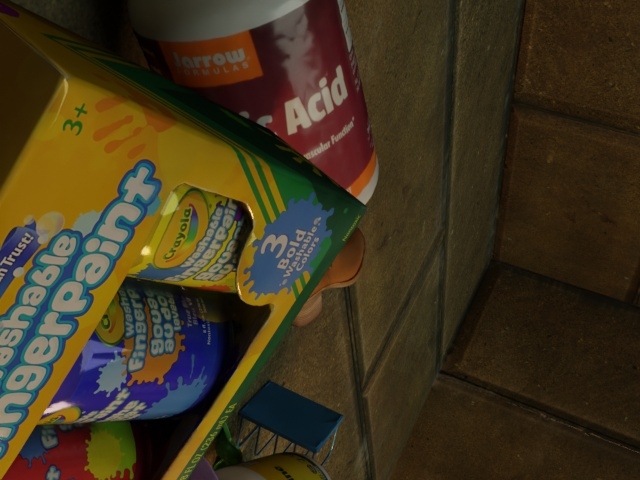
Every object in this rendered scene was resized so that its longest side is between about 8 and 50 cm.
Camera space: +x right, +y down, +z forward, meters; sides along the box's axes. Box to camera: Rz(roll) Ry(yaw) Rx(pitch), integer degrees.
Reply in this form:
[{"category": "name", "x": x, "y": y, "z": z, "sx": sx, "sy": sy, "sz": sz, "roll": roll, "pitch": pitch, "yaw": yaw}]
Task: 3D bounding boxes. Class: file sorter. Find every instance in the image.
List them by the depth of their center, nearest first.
[{"category": "file sorter", "x": -0.062, "y": 0.375, "z": 1.564, "sx": 0.118, "sy": 0.170, "sz": 0.105, "roll": -40, "pitch": 146, "yaw": -55}]

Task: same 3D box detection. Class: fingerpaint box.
[{"category": "fingerpaint box", "x": -0.211, "y": 0.081, "z": 0.655, "sx": 0.445, "sy": 0.163, "sz": 0.371, "roll": -56, "pitch": 149, "yaw": 9}]

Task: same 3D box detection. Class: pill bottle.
[{"category": "pill bottle", "x": -0.074, "y": -0.205, "z": 0.877, "sx": 0.224, "sy": 0.224, "sz": 0.392, "roll": -56, "pitch": 143, "yaw": -36}, {"category": "pill bottle", "x": -0.111, "y": 0.463, "z": 1.332, "sx": 0.334, "sy": 0.187, "sz": 0.188, "roll": 18, "pitch": 91, "yaw": -67}]

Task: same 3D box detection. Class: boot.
[{"category": "boot", "x": 0.000, "y": 0.000, "z": 1.517, "sx": 0.283, "sy": 0.109, "sz": 0.220, "roll": -45, "pitch": 144, "yaw": -37}]

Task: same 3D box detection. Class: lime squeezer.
[{"category": "lime squeezer", "x": -0.190, "y": 0.400, "z": 1.449, "sx": 0.109, "sy": 0.059, "sz": 0.311, "roll": -3, "pitch": 115, "yaw": -36}]

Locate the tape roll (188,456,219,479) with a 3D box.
[{"category": "tape roll", "x": -0.236, "y": 0.362, "z": 0.944, "sx": 0.275, "sy": 0.274, "sz": 0.090, "roll": -59, "pitch": 156, "yaw": -30}]
